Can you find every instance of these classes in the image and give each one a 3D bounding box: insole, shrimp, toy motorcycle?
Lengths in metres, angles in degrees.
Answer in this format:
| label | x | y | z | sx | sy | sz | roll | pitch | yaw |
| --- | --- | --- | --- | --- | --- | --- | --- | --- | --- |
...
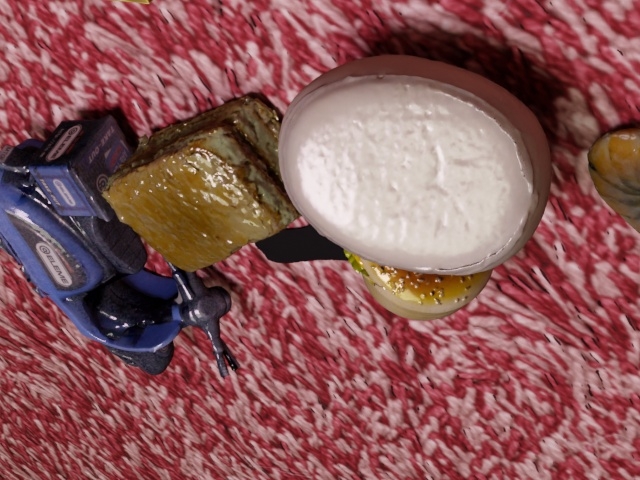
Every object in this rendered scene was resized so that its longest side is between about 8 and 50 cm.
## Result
| label | x | y | z | sx | sy | sz | roll | pitch | yaw |
| --- | --- | --- | --- | --- | --- | --- | --- | --- | --- |
| insole | 0.000 | 0.000 | 1.512 | 0.188 | 0.004 | 0.064 | -8 | 129 | 45 |
| shrimp | 0.315 | -0.024 | 1.189 | 0.217 | 0.051 | 0.150 | 20 | 149 | 32 |
| toy motorcycle | -0.224 | 0.026 | 1.624 | 0.212 | 0.125 | 0.358 | 2 | 137 | 35 |

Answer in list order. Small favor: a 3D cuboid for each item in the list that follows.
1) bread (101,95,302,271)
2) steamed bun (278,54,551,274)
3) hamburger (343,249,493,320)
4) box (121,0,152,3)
| label | x | y | z | sx | sy | sz | roll | pitch | yaw |
| --- | --- | --- | --- | --- | --- | --- | --- | --- | --- |
| bread | -0.106 | -0.052 | 1.447 | 0.196 | 0.102 | 0.138 | -15 | 127 | 47 |
| steamed bun | 0.080 | -0.068 | 1.235 | 0.228 | 0.131 | 0.177 | 11 | 112 | 14 |
| hamburger | 0.089 | 0.003 | 1.339 | 0.141 | 0.126 | 0.081 | 47 | 160 | 18 |
| box | -0.206 | -0.278 | 1.309 | 0.089 | 0.022 | 0.156 | 10 | 140 | 30 |
